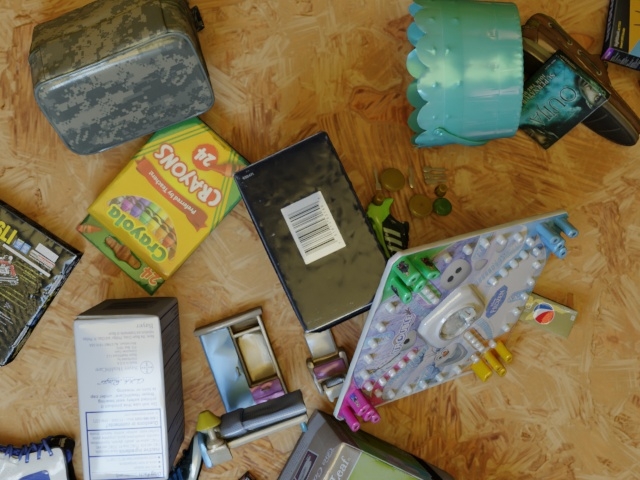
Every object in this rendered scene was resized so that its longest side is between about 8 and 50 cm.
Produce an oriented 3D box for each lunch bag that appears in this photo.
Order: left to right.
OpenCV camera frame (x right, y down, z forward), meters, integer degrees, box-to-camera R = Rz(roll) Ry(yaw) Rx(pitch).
[{"bbox_3d":[-0.354,-0.332,1.798,0.305,0.212,0.256,-22,53,1],"label":"lunch bag"}]

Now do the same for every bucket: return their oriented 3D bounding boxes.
[{"bbox_3d":[0.251,-0.298,1.800,0.183,0.281,0.281,-1,94,1],"label":"bucket"}]

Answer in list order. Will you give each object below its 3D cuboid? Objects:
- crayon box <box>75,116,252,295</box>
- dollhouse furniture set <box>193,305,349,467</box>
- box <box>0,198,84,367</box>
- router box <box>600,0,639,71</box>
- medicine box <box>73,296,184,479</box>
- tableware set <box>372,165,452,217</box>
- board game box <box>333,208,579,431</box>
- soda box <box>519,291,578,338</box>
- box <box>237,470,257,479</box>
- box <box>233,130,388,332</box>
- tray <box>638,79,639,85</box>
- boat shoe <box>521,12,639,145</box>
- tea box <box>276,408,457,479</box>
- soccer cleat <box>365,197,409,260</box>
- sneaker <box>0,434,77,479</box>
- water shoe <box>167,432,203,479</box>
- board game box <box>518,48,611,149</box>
[{"bbox_3d":[-0.286,-0.071,1.889,0.202,0.081,0.318,41,92,-4],"label":"crayon box"},{"bbox_3d":[-0.095,0.235,1.803,0.286,0.303,0.198,-20,95,-1],"label":"dollhouse furniture set"},{"bbox_3d":[-0.649,0.043,1.887,0.322,0.079,0.257,33,90,-4],"label":"box"},{"bbox_3d":[0.599,-0.396,1.876,0.133,0.046,0.179,16,64,-2],"label":"router box"},{"bbox_3d":[-0.335,0.260,1.816,0.149,0.263,0.289,-2,93,-1],"label":"medicine box"},{"bbox_3d":[0.172,-0.088,1.915,0.154,0.024,0.104,-2,70,-14],"label":"tableware set"},{"bbox_3d":[0.234,0.141,1.737,0.390,0.050,0.390,-14,138,-33],"label":"board game box"},{"bbox_3d":[0.393,0.124,1.932,0.181,0.061,0.058,21,93,-3],"label":"soda box"},{"bbox_3d":[-0.168,0.584,1.952,0.233,0.044,0.159,-44,94,1],"label":"box"},{"bbox_3d":[0.000,0.000,1.776,0.182,0.294,0.296,-25,83,2],"label":"box"},{"bbox_3d":[0.771,-0.145,1.923,0.203,0.076,0.411,-20,95,-1],"label":"tray"},{"bbox_3d":[0.494,-0.303,1.884,0.307,0.111,0.104,39,76,-11],"label":"boat shoe"},{"bbox_3d":[0.070,0.538,1.841,0.323,0.220,0.329,29,90,-15],"label":"tea box"},{"bbox_3d":[0.144,0.005,1.920,0.072,0.060,0.179,-24,93,-8],"label":"soccer cleat"},{"bbox_3d":[-0.562,0.419,1.899,0.315,0.127,0.182,39,88,-11],"label":"sneaker"},{"bbox_3d":[-0.276,0.460,1.927,0.080,0.073,0.203,15,93,0],"label":"water shoe"},{"bbox_3d":[0.426,-0.255,1.859,0.126,0.186,0.026,39,55,-3],"label":"board game box"}]
